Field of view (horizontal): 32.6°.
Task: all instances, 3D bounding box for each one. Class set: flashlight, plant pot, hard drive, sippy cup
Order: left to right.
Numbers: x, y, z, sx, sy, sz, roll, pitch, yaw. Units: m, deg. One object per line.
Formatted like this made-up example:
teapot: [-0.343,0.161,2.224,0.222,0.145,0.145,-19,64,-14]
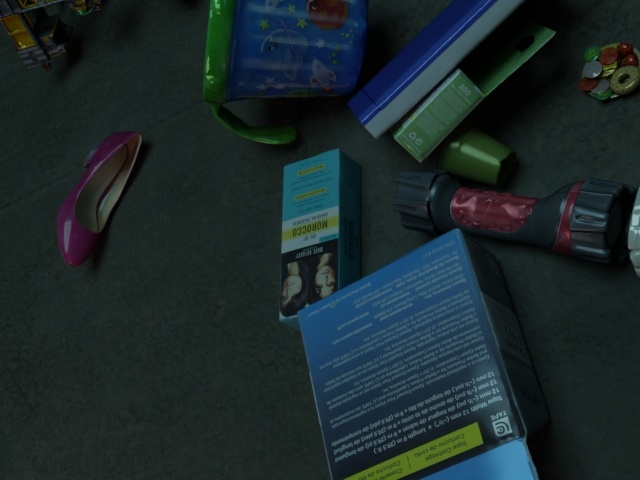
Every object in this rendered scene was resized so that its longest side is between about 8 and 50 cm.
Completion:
sippy cup: [-0.050,-0.304,1.589,0.224,0.305,0.240,7,64,-5]
hard drive: [0.170,-0.271,1.467,0.319,0.040,0.210,-43,12,7]
plant pot: [0.210,-0.106,1.426,0.079,0.083,0.083,27,86,28]
flashlight: [0.231,-0.040,1.347,0.304,0.103,0.103,12,99,36]

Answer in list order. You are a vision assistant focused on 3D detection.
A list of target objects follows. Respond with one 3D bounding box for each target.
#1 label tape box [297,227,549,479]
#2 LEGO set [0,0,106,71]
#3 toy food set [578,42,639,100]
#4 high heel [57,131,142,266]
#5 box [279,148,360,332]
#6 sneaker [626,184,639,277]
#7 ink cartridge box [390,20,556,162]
label tape box: [0.129,0.195,1.310,0.249,0.115,0.347,-29,57,23]
LEGO set: [-0.477,-0.471,2.075,0.255,0.192,0.331,-18,42,7]
toy food set: [0.369,-0.216,1.391,0.083,0.020,0.083,-10,63,33]
high heel: [-0.363,-0.073,1.827,0.117,0.082,0.244,-19,45,40]
box: [0.000,0.000,1.533,0.100,0.060,0.244,-16,59,30]
sneaker: [0.450,-0.104,1.226,0.147,0.130,0.330,9,80,28]
ink cartridge box: [0.191,-0.216,1.446,0.235,0.056,0.171,-45,12,12]
